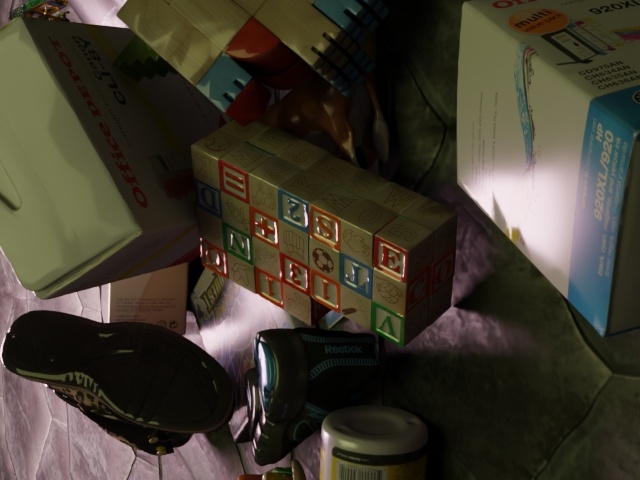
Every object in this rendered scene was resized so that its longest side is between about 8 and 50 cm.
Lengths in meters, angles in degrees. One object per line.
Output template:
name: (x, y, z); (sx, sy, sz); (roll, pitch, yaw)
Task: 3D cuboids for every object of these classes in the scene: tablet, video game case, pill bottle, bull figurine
tablet: (0.022, 0.068, 1.517); (0.083, 0.006, 0.054); (-45, 55, 53)
video game case: (-0.099, 0.108, 1.710); (0.275, 0.035, 0.248); (-57, 46, 47)
pill bottle: (0.056, 0.299, 1.368); (0.119, 0.119, 0.209); (25, 116, 58)
bull figurine: (-0.018, -0.106, 1.477); (0.310, 0.101, 0.188); (-41, 62, 58)

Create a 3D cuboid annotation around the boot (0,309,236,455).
boot: (-0.253, 0.230, 1.819); (0.377, 0.284, 0.138); (9, 67, 24)

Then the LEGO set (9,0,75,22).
LEGO set: (-0.382, -0.285, 2.087); (0.255, 0.192, 0.331); (-26, 71, 28)

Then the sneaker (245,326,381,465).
sneaker: (-0.015, 0.191, 1.481); (0.341, 0.139, 0.125); (114, 148, -70)

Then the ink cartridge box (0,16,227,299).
ink cartridge box: (-0.250, -0.105, 1.486); (0.160, 0.384, 0.279); (-32, 86, 20)

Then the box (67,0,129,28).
box: (-0.270, -0.335, 1.765); (0.307, 0.076, 0.242); (57, 157, -20)

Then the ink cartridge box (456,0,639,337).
ink cartridge box: (0.226, -0.076, 0.914); (0.233, 0.171, 0.168); (-127, 28, -51)

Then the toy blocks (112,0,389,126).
toy blocks: (-0.031, -0.267, 1.329); (0.261, 0.190, 0.381); (43, 96, 26)

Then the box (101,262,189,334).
box: (-0.264, -0.023, 1.874); (0.148, 0.121, 0.311); (-129, 42, -68)

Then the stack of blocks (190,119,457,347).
stack of blocks: (0.000, 0.000, 1.340); (0.297, 0.087, 0.171); (27, 136, 31)

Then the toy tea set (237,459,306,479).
toy tea set: (-0.069, 0.368, 1.484); (0.336, 0.124, 0.200); (89, 173, -73)
